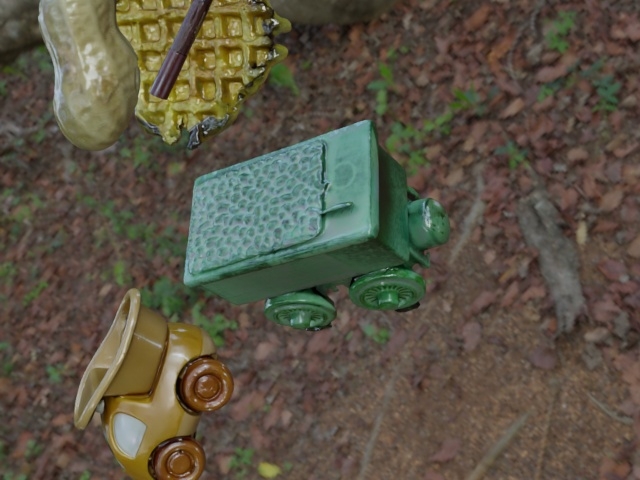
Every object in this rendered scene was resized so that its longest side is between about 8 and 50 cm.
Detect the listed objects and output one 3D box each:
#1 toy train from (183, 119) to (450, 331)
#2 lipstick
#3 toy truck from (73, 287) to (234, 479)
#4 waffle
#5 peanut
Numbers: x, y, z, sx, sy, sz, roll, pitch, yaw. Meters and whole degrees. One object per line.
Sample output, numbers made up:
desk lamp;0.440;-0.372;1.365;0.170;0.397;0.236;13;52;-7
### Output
toy train;0.000;0.000;1.043;0.266;0.202;0.145;-16;58;30
lipstick;-0.168;-0.260;1.220;0.176;0.027;0.027;-61;28;16
toy truck;-0.265;0.241;1.551;0.288;0.211;0.204;-68;17;2
waffle;-0.268;-0.395;1.904;0.382;0.380;0.095;-43;-4;16
peanut;-0.321;-0.270;1.339;0.130;0.290;0.130;-9;12;2
